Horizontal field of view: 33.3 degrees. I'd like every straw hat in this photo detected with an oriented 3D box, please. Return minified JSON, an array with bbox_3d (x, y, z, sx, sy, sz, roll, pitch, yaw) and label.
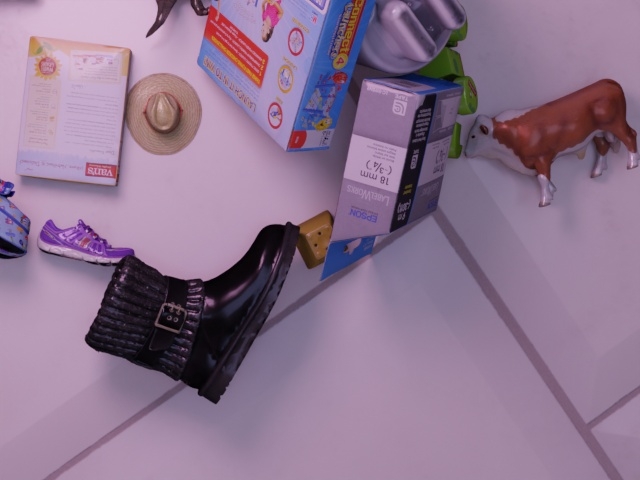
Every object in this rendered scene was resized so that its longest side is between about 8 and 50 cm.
[{"bbox_3d":[-0.272,-0.221,1.849,0.144,0.061,0.144,0,92,-6],"label":"straw hat"}]

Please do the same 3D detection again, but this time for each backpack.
[{"bbox_3d":[-0.557,-0.043,1.781,0.173,0.158,0.117,30,70,-20],"label":"backpack"}]

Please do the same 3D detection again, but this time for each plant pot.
[{"bbox_3d":[0.000,0.000,1.876,0.081,0.083,0.081,-27,95,-4],"label":"plant pot"}]

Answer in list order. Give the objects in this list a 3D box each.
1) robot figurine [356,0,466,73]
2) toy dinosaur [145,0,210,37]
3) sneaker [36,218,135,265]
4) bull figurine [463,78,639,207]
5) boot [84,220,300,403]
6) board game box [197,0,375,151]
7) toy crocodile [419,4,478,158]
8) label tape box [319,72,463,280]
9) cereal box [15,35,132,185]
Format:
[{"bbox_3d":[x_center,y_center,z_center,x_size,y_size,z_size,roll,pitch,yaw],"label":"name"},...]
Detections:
[{"bbox_3d":[0.084,-0.388,1.757,0.300,0.353,0.200,-46,124,-10],"label":"robot figurine"},{"bbox_3d":[-0.213,-0.478,1.838,0.160,0.121,0.313,38,93,6],"label":"toy dinosaur"},{"bbox_3d":[-0.399,0.003,1.841,0.170,0.068,0.071,14,84,-6],"label":"sneaker"},{"bbox_3d":[0.416,-0.175,1.910,0.310,0.101,0.188,-22,98,-3],"label":"bull figurine"},{"bbox_3d":[-0.210,0.076,1.790,0.260,0.131,0.348,30,84,-5],"label":"boot"},{"bbox_3d":[-0.060,-0.347,1.698,0.086,0.308,0.302,-7,129,-36],"label":"board game box"},{"bbox_3d":[0.210,-0.313,1.883,0.115,0.105,0.341,-8,87,27],"label":"toy crocodile"},{"bbox_3d":[0.121,-0.098,1.762,0.106,0.240,0.334,18,108,20],"label":"label tape box"},{"bbox_3d":[-0.422,-0.220,1.839,0.173,0.047,0.240,7,92,-5],"label":"cereal box"}]
